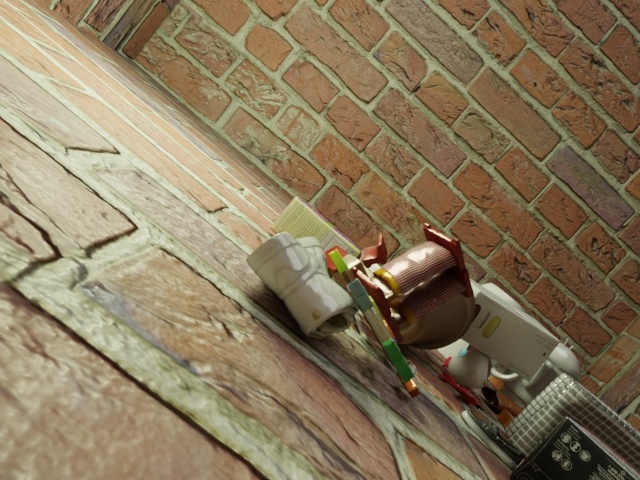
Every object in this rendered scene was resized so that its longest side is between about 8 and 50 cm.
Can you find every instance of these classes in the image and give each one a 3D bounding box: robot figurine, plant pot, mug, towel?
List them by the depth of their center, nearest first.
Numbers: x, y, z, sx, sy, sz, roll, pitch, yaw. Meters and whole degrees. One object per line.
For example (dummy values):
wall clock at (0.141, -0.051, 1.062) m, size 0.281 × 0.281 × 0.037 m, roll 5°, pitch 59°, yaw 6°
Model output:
towel at (0.649, 0.509, 1.144) m, size 0.283 × 0.235 × 0.121 m, roll 40°, pitch 9°, yaw 4°
plant pot at (0.243, 0.173, 1.195) m, size 0.263 × 0.263 × 0.229 m, roll 43°, pitch 24°, yaw 23°
mug at (0.641, 0.365, 1.755) m, size 0.276 × 0.328 × 0.374 m, roll 35°, pitch 8°, yaw -47°
robot figurine at (0.860, 0.530, 1.801) m, size 0.200 × 0.353 × 0.300 m, roll 43°, pitch 7°, yaw 29°

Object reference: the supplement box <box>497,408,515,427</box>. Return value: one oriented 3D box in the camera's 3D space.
supplement box at (0.572, 0.547, 1.339) m, size 0.098 × 0.036 × 0.062 m, roll 41°, pitch 5°, yaw 2°

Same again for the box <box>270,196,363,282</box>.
box at (0.000, 0.000, 1.365) m, size 0.243 × 0.117 × 0.213 m, roll 42°, pitch 5°, yaw 8°

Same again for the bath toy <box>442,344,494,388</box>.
bath toy at (0.464, 0.388, 1.426) m, size 0.129 × 0.151 × 0.348 m, roll 5°, pitch -4°, yaw 24°

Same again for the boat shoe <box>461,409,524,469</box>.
boat shoe at (0.360, 0.407, 0.962) m, size 0.142 × 0.040 × 0.049 m, roll 45°, pitch 7°, yaw 35°

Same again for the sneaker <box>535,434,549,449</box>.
sneaker at (0.582, 0.568, 0.984) m, size 0.162 × 0.106 × 0.281 m, roll 44°, pitch 14°, yaw -27°

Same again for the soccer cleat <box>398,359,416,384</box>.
soccer cleat at (0.172, 0.258, 0.885) m, size 0.029 × 0.035 × 0.083 m, roll 40°, pitch 5°, yaw -7°

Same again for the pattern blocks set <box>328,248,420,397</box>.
pattern blocks set at (0.095, 0.140, 0.803) m, size 0.285 × 0.026 × 0.325 m, roll 60°, pitch 0°, yaw -5°

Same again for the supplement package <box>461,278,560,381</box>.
supplement package at (0.510, 0.248, 1.344) m, size 0.262 × 0.145 × 0.204 m, roll 32°, pitch 10°, yaw 1°

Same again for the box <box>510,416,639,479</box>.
box at (0.499, 0.463, 0.808) m, size 0.142 × 0.163 × 0.247 m, roll 32°, pitch 10°, yaw -50°

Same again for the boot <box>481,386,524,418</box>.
boot at (0.605, 0.543, 1.448) m, size 0.152 × 0.073 × 0.197 m, roll 39°, pitch -7°, yaw -28°

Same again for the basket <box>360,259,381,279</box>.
basket at (0.162, 0.124, 1.572) m, size 0.113 × 0.103 × 0.167 m, roll 37°, pitch 6°, yaw -35°

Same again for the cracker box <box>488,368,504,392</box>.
cracker box at (0.903, 0.714, 2.173) m, size 0.232 × 0.067 × 0.156 m, roll 39°, pitch 6°, yaw -13°

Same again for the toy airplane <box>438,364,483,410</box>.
toy airplane at (0.368, 0.392, 1.214) m, size 0.151 × 0.028 × 0.151 m, roll 41°, pitch 4°, yaw -3°

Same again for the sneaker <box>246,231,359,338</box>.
sneaker at (-0.014, 0.083, 0.759) m, size 0.169 × 0.108 × 0.292 m, roll 52°, pitch 7°, yaw 8°

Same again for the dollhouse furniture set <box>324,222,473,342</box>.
dollhouse furniture set at (0.141, 0.049, 1.057) m, size 0.374 × 0.201 × 0.152 m, roll 37°, pitch -25°, yaw 60°
